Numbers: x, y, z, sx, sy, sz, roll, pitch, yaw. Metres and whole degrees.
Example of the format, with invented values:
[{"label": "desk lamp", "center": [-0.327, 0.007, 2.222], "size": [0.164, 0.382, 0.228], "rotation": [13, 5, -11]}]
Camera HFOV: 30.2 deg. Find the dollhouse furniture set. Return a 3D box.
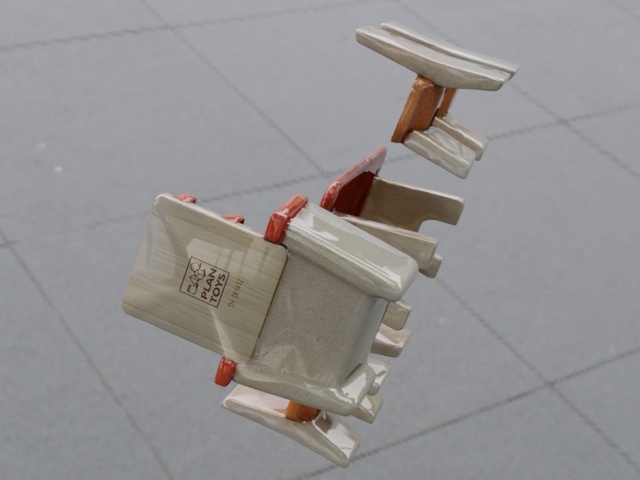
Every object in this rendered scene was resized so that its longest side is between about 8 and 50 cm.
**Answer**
[{"label": "dollhouse furniture set", "center": [0.000, 0.000, 0.721], "size": [0.135, 0.262, 0.259], "rotation": [23, 18, 9]}]
